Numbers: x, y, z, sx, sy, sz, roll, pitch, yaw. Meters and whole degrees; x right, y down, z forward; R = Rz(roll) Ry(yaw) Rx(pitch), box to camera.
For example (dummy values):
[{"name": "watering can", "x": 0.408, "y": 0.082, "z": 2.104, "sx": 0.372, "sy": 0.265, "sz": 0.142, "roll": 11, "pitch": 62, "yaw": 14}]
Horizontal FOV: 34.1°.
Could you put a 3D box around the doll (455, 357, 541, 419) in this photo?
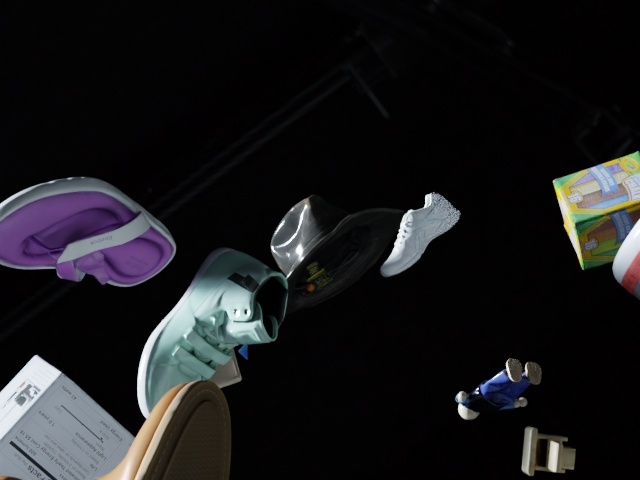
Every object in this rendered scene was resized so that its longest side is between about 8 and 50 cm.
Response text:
[{"name": "doll", "x": 0.290, "y": 0.256, "z": 1.732, "sx": 0.129, "sy": 0.046, "sz": 0.189, "roll": 12, "pitch": -34, "yaw": -24}]

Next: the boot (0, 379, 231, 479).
[{"name": "boot", "x": -0.142, "y": 0.151, "z": 0.573, "sx": 0.073, "sy": 0.152, "sz": 0.197, "roll": 36, "pitch": -106, "yaw": -53}]

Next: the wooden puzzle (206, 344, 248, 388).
[{"name": "wooden puzzle", "x": -0.178, "y": 0.221, "z": 1.825, "sx": 0.116, "sy": 0.078, "sz": 0.014, "roll": -13, "pitch": -14, "yaw": 9}]

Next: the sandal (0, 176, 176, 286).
[{"name": "sandal", "x": -0.314, "y": 0.008, "z": 1.498, "sx": 0.169, "sy": 0.102, "sz": 0.416, "roll": -46, "pitch": -21, "yaw": 12}]

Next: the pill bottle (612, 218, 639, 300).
[{"name": "pill bottle", "x": 0.543, "y": 0.075, "z": 1.214, "sx": 0.210, "sy": 0.363, "sz": 0.210, "roll": -39, "pitch": -23, "yaw": -20}]

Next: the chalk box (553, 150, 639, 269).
[{"name": "chalk box", "x": 0.552, "y": -0.060, "z": 1.896, "sx": 0.213, "sy": 0.132, "sz": 0.132, "roll": -18, "pitch": -47, "yaw": 9}]

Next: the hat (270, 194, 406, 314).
[{"name": "hat", "x": 0.000, "y": 0.000, "z": 1.887, "sx": 0.331, "sy": 0.134, "sz": 0.331, "roll": -31, "pitch": -18, "yaw": -12}]

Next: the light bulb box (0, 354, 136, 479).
[{"name": "light bulb box", "x": -0.521, "y": 0.479, "z": 1.999, "sx": 0.361, "sy": 0.225, "sz": 0.358, "roll": -49, "pitch": -68, "yaw": -17}]

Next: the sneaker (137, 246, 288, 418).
[{"name": "sneaker", "x": -0.138, "y": 0.134, "z": 1.358, "sx": 0.094, "sy": 0.151, "sz": 0.256, "roll": 34, "pitch": -102, "yaw": -39}]

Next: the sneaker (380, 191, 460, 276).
[{"name": "sneaker", "x": 0.137, "y": -0.009, "z": 1.554, "sx": 0.152, "sy": 0.054, "sz": 0.061, "roll": -46, "pitch": -78, "yaw": -10}]

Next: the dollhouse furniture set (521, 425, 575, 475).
[{"name": "dollhouse furniture set", "x": 0.238, "y": 0.296, "z": 1.185, "sx": 0.101, "sy": 0.161, "sz": 0.182, "roll": 6, "pitch": -7, "yaw": 0}]
